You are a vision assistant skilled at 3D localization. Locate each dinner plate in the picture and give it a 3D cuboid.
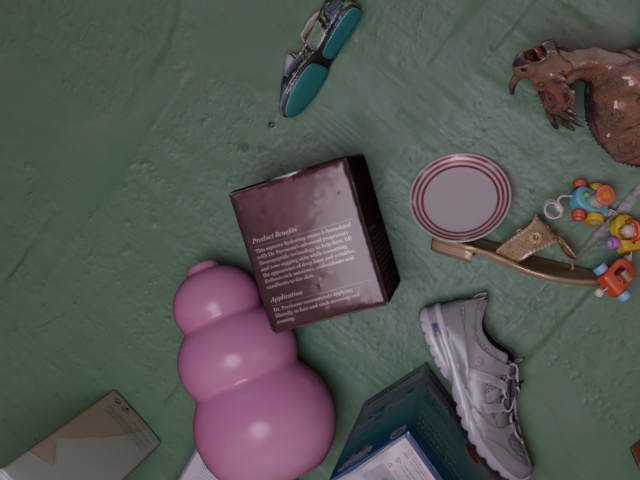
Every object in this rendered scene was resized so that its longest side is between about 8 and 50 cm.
[{"bbox_3d":[0.195,-0.059,1.120,0.141,0.017,0.141,-6,65,12],"label":"dinner plate"}]

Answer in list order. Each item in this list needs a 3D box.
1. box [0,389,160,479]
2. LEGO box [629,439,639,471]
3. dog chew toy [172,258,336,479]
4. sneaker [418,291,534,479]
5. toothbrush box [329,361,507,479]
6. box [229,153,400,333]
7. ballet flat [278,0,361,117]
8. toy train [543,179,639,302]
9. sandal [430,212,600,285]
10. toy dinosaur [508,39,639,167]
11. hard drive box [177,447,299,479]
[{"bbox_3d":[-0.378,0.352,1.168,0.148,0.311,0.121,-42,88,14],"label":"box"},{"bbox_3d":[0.578,0.411,0.882,0.193,0.500,0.372,-40,88,13],"label":"LEGO box"},{"bbox_3d":[-0.110,0.185,1.157,0.206,0.206,0.332,-25,82,14],"label":"dog chew toy"},{"bbox_3d":[0.243,0.206,1.126,0.115,0.105,0.281,-26,92,13],"label":"sneaker"},{"bbox_3d":[0.143,0.318,1.065,0.126,0.295,0.216,-36,88,13],"label":"toothbrush box"},{"bbox_3d":[0.000,0.000,1.117,0.168,0.167,0.203,-15,94,13],"label":"box"},{"bbox_3d":[-0.013,-0.265,1.146,0.070,0.070,0.188,37,101,5],"label":"ballet flat"},{"bbox_3d":[0.380,-0.008,1.067,0.125,0.046,0.166,-34,85,-29],"label":"toy train"},{"bbox_3d":[0.275,-0.002,1.101,0.240,0.088,0.079,12,106,15],"label":"sandal"},{"bbox_3d":[0.388,-0.168,1.044,0.200,0.127,0.295,-31,105,23],"label":"toy dinosaur"},{"bbox_3d":[-0.157,0.443,1.250,0.181,0.089,0.232,32,103,6],"label":"hard drive box"}]
